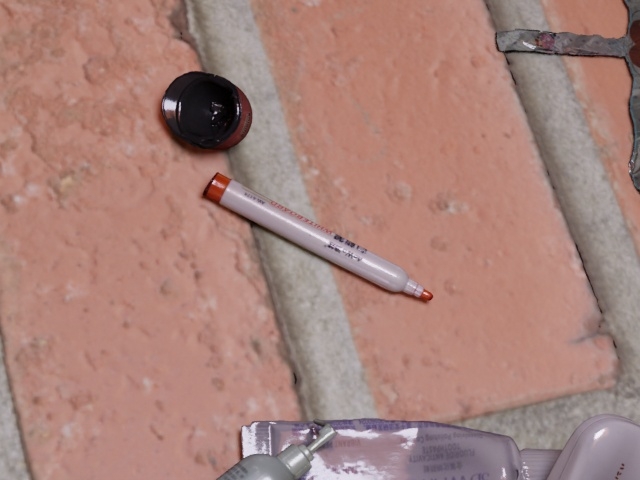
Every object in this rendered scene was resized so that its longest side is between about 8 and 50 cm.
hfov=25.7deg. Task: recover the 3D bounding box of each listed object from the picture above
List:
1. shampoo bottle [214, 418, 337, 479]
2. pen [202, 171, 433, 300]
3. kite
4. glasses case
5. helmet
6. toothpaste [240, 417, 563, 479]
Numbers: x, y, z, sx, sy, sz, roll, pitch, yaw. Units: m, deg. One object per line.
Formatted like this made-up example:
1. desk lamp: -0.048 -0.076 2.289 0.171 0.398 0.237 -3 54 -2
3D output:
1. shampoo bottle: -0.063 0.204 1.076 0.195 0.056 0.056 -37 78 -15
2. pen: 0.000 0.000 1.212 0.218 0.026 0.026 28 63 0
3. kite: 0.322 -0.188 1.378 0.314 0.011 0.335 6 64 -9
4. glasses case: 0.200 0.227 1.097 0.074 0.049 0.193 21 99 -23
5. helmet: -0.093 -0.111 1.228 0.084 0.049 0.065 29 97 28
6. toothpaste: 0.078 0.193 1.130 0.282 0.068 0.099 -1 39 -6
